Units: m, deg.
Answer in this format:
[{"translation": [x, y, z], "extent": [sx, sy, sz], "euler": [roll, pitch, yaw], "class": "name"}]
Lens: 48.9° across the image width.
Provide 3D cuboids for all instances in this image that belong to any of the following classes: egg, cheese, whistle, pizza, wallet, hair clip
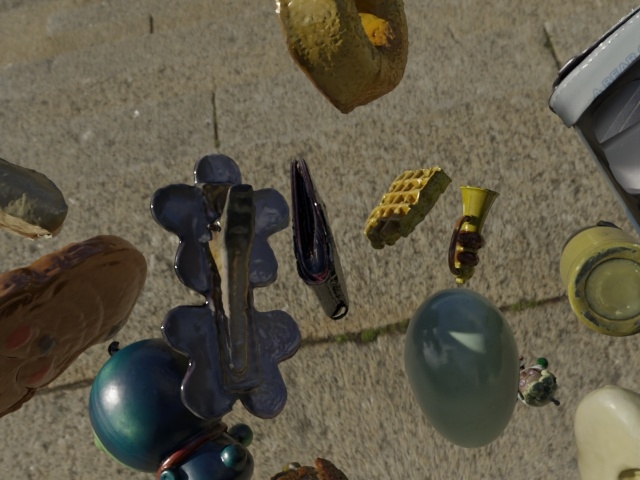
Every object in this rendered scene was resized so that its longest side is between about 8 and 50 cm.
[{"translation": [0.292, 0.267, 1.444], "extent": [0.229, 0.371, 0.230], "euler": [-11, 27, 5], "class": "egg"}, {"translation": [0.524, 0.355, 1.000], "extent": [0.129, 0.351, 0.328], "euler": [-18, 85, -34], "class": "cheese"}, {"translation": [0.167, -0.007, 0.780], "extent": [0.046, 0.057, 0.109], "euler": [13, 83, 5], "class": "whistle"}, {"translation": [-0.036, 0.355, 0.891], "extent": [0.147, 0.226, 0.069], "euler": [30, 116, 34], "class": "pizza"}, {"translation": [0.264, -0.084, 0.494], "extent": [0.170, 0.069, 0.231], "euler": [-48, 45, 37], "class": "wallet"}, {"translation": [0.000, 0.000, 1.356], "extent": [0.071, 0.221, 0.262], "euler": [-15, 65, 9], "class": "wallet"}, {"translation": [-0.083, 0.042, 0.667], "extent": [0.075, 0.146, 0.257], "euler": [-5, 88, 52], "class": "hair clip"}]

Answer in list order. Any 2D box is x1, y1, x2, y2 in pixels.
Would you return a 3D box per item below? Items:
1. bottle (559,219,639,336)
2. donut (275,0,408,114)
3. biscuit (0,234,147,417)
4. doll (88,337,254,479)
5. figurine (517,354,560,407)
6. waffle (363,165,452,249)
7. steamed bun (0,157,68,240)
[{"translation": [0.558, 0.059, 1.379], "extent": [0.171, 0.351, 0.172], "euler": [2, 100, 14], "class": "bottle"}, {"translation": [0.046, -0.346, 1.078], "extent": [0.110, 0.303, 0.303], "euler": [-7, 62, 28], "class": "donut"}, {"translation": [-0.480, 0.156, 1.174], "extent": [0.078, 0.350, 0.455], "euler": [40, 58, 20], "class": "biscuit"}, {"translation": [-0.216, 0.274, 1.047], "extent": [0.322, 0.198, 0.186], "euler": [45, 117, 10], "class": "doll"}, {"translation": [0.496, 0.340, 1.705], "extent": [0.147, 0.093, 0.197], "euler": [-45, 30, -12], "class": "figurine"}, {"translation": [0.173, -0.066, 1.541], "extent": [0.055, 0.160, 0.211], "euler": [43, 75, -19], "class": "waffle"}, {"translation": [-0.525, -0.079, 1.186], "extent": [0.231, 0.212, 0.111], "euler": [24, 73, -9], "class": "steamed bun"}]
